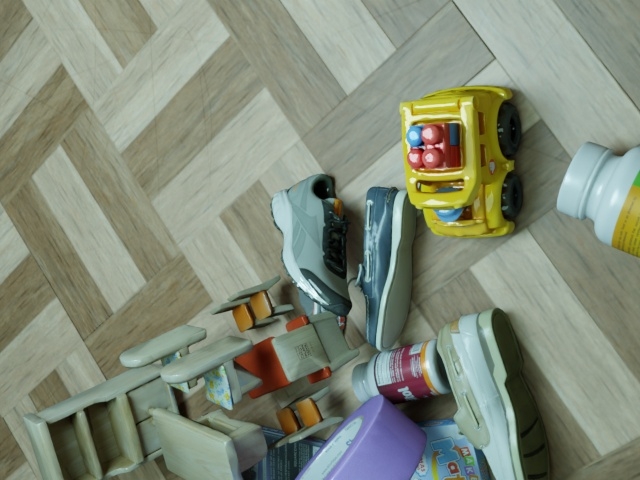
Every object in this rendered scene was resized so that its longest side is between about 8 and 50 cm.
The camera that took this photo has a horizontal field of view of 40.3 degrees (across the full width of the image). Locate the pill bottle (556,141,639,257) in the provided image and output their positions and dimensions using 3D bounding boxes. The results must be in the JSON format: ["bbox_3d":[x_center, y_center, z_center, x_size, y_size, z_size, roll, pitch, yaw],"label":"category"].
[{"bbox_3d":[0.437,-0.039,1.111,0.245,0.136,0.136,25,110,24],"label":"pill bottle"}]

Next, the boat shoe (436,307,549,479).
[{"bbox_3d":[0.256,0.257,1.290,0.103,0.113,0.302,-18,79,32],"label":"boat shoe"}]

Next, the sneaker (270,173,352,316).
[{"bbox_3d":[0.000,0.000,1.345,0.108,0.100,0.271,-36,47,20],"label":"sneaker"}]

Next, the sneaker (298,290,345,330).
[{"bbox_3d":[-0.005,0.101,1.451,0.065,0.061,0.158,8,111,60],"label":"sneaker"}]

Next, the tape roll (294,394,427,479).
[{"bbox_3d":[0.034,0.359,1.280,0.090,0.275,0.275,40,117,1],"label":"tape roll"}]

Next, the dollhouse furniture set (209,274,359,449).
[{"bbox_3d":[-0.068,0.194,1.397,0.259,0.135,0.262,-34,78,53],"label":"dollhouse furniture set"}]

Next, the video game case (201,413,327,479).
[{"bbox_3d":[-0.099,0.431,1.568,0.274,0.026,0.196,6,101,30],"label":"video game case"}]

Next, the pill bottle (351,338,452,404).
[{"bbox_3d":[0.129,0.210,1.363,0.152,0.086,0.086,-19,89,32],"label":"pill bottle"}]

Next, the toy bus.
[{"bbox_3d":[0.182,-0.101,1.208,0.149,0.211,0.220,0,100,29],"label":"toy bus"}]

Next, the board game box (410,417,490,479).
[{"bbox_3d":[0.164,0.372,1.397,0.211,0.039,0.160,-13,91,30],"label":"board game box"}]

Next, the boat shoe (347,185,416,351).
[{"bbox_3d":[0.092,0.043,1.350,0.079,0.095,0.254,9,101,27],"label":"boat shoe"}]

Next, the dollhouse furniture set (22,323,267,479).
[{"bbox_3d":[-0.277,0.351,1.440,0.394,0.256,0.362,6,114,50],"label":"dollhouse furniture set"}]
